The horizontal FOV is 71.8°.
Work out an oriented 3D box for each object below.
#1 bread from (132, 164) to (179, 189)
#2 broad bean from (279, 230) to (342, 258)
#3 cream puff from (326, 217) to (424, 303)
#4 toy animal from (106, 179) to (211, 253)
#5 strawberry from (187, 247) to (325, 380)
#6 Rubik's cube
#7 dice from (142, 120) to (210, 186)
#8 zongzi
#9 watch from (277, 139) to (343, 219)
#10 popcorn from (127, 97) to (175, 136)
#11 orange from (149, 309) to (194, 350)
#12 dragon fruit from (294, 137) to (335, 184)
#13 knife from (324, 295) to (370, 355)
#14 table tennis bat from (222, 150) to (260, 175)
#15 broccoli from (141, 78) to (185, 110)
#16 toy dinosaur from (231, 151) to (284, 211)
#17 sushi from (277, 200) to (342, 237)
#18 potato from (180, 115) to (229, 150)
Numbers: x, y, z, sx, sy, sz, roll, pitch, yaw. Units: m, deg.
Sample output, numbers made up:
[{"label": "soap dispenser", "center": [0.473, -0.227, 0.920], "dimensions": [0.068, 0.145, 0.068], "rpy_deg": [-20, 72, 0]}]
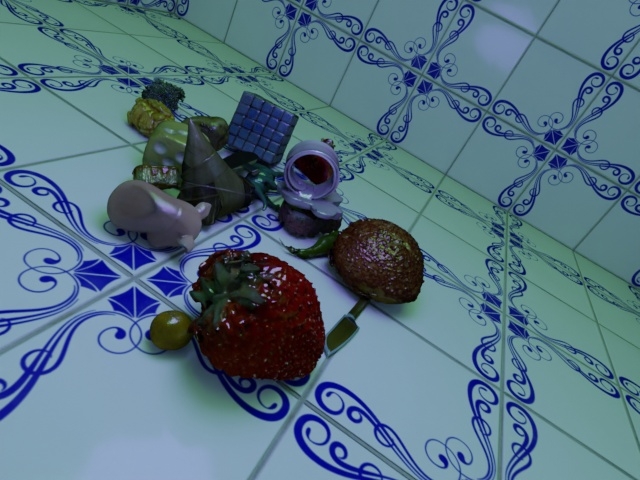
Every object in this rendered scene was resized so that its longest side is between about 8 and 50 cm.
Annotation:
[{"label": "bread", "center": [-0.506, -0.193, 1.362], "dimensions": [0.128, 0.069, 0.140], "rpy_deg": [-2, -2, -35]}, {"label": "broad bean", "center": [0.005, 0.009, 1.547], "dimensions": [0.318, 0.056, 0.098], "rpy_deg": [-5, 58, -45]}, {"label": "cream puff", "center": [0.206, 0.053, 1.473], "dimensions": [0.350, 0.229, 0.350], "rpy_deg": [28, 22, -12]}, {"label": "toy animal", "center": [-0.440, -0.070, 1.188], "dimensions": [0.250, 0.154, 0.166], "rpy_deg": [22, 72, -14]}, {"label": "strawberry", "center": [-0.119, 0.169, 1.009], "dimensions": [0.351, 0.267, 0.312], "rpy_deg": [39, 12, -37]}, {"label": "Rubik's cube", "center": [-0.247, -0.484, 1.900], "dimensions": [0.237, 0.237, 0.238], "rpy_deg": [25, 13, -3]}, {"label": "dice", "center": [-0.484, -0.293, 1.498], "dimensions": [0.169, 0.169, 0.166], "rpy_deg": [24, 28, -8]}, {"label": "zongzi", "center": [-0.317, -0.234, 1.407], "dimensions": [0.154, 0.318, 0.289], "rpy_deg": [16, 24, 19]}, {"label": "watch", "center": [-0.012, -0.212, 1.516], "dimensions": [0.248, 0.217, 0.211], "rpy_deg": [17, 32, -9]}, {"label": "popcorn", "center": [-0.645, -0.475, 1.693], "dimensions": [0.163, 0.140, 0.194], "rpy_deg": [12, 31, -38]}, {"label": "orange", "center": [-0.317, 0.192, 0.948], "dimensions": [0.095, 0.085, 0.085], "rpy_deg": [7, 35, -45]}, {"label": "dragon fruit", "center": [0.006, -0.373, 2.034], "dimensions": [0.134, 0.211, 0.262], "rpy_deg": [-21, 61, -46]}, {"label": "knife", "center": [0.088, 0.240, 1.285], "dimensions": [0.061, 0.027, 0.343], "rpy_deg": [40, 30, 11]}, {"label": "table tennis bat", "center": [-0.300, -0.296, 1.704], "dimensions": [0.154, 0.021, 0.274], "rpy_deg": [-26, 34, -20]}, {"label": "broccoli", "center": [-0.687, -0.631, 1.937], "dimensions": [0.154, 0.167, 0.160], "rpy_deg": [50, -13, -27]}, {"label": "toy dinosaur", "center": [-0.277, -0.239, 1.696], "dimensions": [0.331, 0.129, 0.383], "rpy_deg": [22, 29, 11]}, {"label": "sushi", "center": [-0.046, -0.091, 1.616], "dimensions": [0.241, 0.107, 0.161], "rpy_deg": [-10, 48, -41]}, {"label": "potato", "center": [-0.459, -0.420, 1.736], "dimensions": [0.200, 0.154, 0.137], "rpy_deg": [-9, 53, -8]}]
